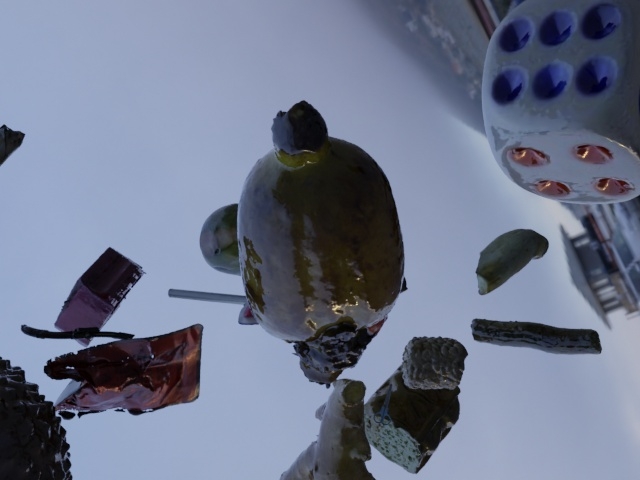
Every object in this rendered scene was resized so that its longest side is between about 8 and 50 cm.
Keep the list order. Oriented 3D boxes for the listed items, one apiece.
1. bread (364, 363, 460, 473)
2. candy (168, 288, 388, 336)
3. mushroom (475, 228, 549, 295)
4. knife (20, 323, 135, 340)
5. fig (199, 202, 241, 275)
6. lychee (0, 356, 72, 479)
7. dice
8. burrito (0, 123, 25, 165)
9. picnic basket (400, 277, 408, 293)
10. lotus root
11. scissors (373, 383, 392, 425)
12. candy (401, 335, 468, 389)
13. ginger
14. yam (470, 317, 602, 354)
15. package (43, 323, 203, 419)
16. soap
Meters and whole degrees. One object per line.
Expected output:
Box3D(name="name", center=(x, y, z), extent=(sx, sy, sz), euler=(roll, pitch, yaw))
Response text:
Box3D(name="bread", center=(0.241, 0.459, 1.900), extent=(0.252, 0.196, 0.238), euler=(-47, -44, -40))
Box3D(name="candy", center=(-0.076, 0.088, 1.063), extent=(0.124, 0.366, 0.124), euler=(-12, -76, -62))
Box3D(name="mushroom", center=(0.429, 0.042, 1.692), extent=(0.333, 0.107, 0.087), euler=(-26, -67, -46))
Box3D(name="knife", center=(-0.483, 0.184, 1.431), extent=(0.045, 0.222, 0.021), euler=(-105, 21, -68))
Box3D(name="fig", center=(-0.169, 0.000, 1.850), extent=(0.206, 0.275, 0.206), euler=(3, -93, -51))
Box3D(name="lychee", center=(-0.557, 0.319, 1.024), extent=(0.380, 0.380, 0.432), euler=(37, -164, -52))
Box3D(name="dice", center=(0.480, -0.260, 1.340), extent=(0.304, 0.277, 0.304), euler=(35, -116, -49))
Box3D(name="burrito", center=(-0.651, -0.161, 1.421), extent=(0.051, 0.042, 0.171), euler=(35, -115, -11))
Box3D(name="picnic basket", center=(-0.023, 0.029, 1.568), extent=(0.337, 0.337, 0.293), euler=(45, -153, -43))
Box3D(name="lotus root", center=(0.000, 0.000, 0.734), extent=(0.141, 0.170, 0.314), euler=(-109, 11, -56))
Box3D(name="scissors", center=(0.129, 0.323, 1.425), extent=(0.006, 0.036, 0.083), euler=(71, -146, -66))
Box3D(name="candy", center=(0.193, 0.211, 1.235), extent=(0.085, 0.110, 0.095), euler=(-167, 84, -79))
Box3D(name="ginger", center=(0.020, 0.460, 1.474), extent=(0.122, 0.363, 0.348), euler=(-3, -101, -43))
Box3D(name="yam", center=(0.517, 0.234, 1.751), extent=(0.071, 0.318, 0.067), euler=(53, -130, -43))
Box3D(name="package", center=(-0.336, 0.240, 1.254), extent=(0.270, 0.194, 0.071), euler=(-2, -137, -21))
Box3D(name="soap", center=(-0.471, 0.110, 1.593), extent=(0.099, 0.162, 0.250), euler=(31, -156, -5))
